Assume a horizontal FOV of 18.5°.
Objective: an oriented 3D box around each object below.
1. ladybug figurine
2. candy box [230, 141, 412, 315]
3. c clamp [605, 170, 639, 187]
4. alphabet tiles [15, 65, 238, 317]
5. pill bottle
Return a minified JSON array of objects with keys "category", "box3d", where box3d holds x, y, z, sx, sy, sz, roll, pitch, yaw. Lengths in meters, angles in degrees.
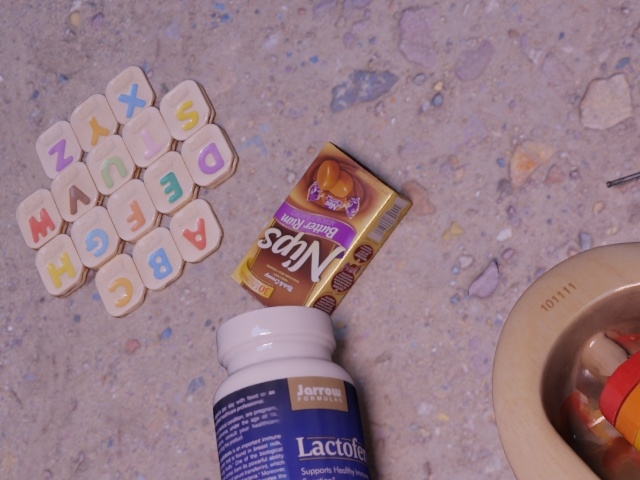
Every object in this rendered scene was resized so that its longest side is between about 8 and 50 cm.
[{"category":"ladybug figurine","box3d":[0.342,0.187,1.782,0.305,0.162,0.449,-38,48,0]},{"category":"candy box","box3d":[0.000,0.000,2.132,0.109,0.053,0.186,39,96,32]},{"category":"c clamp","box3d":[0.374,-0.019,1.946,0.137,0.022,0.160,-27,61,14]},{"category":"alphabet tiles","box3d":[-0.230,-0.061,2.301,0.284,0.021,0.278,-35,61,15]},{"category":"pill bottle","box3d":[-0.031,0.211,2.021,0.153,0.153,0.264,-19,66,23]}]
